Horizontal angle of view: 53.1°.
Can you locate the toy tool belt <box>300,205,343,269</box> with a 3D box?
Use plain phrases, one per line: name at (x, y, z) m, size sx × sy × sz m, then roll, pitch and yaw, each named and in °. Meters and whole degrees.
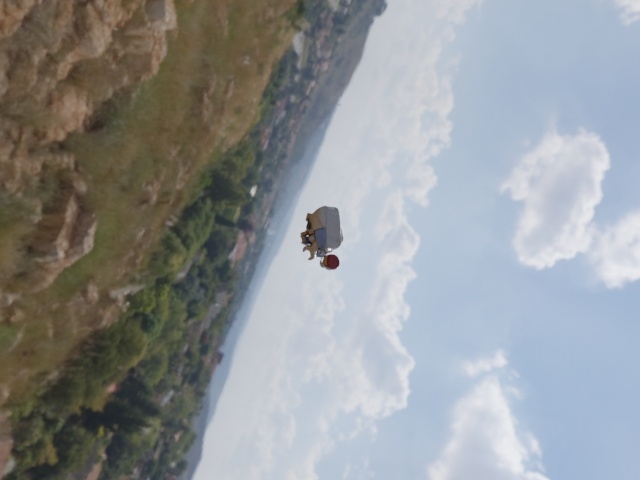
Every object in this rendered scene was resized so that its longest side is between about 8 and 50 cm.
toy tool belt at (0.000, 0.000, 0.801) m, size 0.051 × 0.052 × 0.083 m, roll -19°, pitch -111°, yaw 47°
